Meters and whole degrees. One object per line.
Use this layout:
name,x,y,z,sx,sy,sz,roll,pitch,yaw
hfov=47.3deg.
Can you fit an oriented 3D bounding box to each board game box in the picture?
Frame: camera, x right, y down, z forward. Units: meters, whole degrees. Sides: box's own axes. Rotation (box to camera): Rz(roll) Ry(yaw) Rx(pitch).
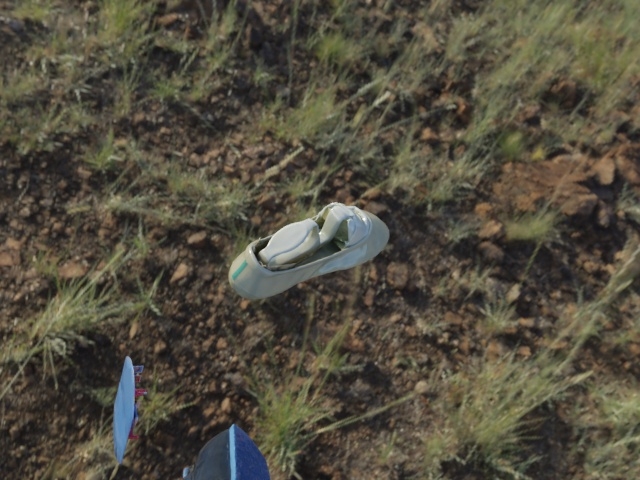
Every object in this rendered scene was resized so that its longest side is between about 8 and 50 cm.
board game box,-0.304,0.276,1.188,0.033,0.169,0.133,6,31,-24

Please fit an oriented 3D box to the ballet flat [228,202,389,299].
ballet flat,0.000,0.000,0.891,0.248,0.086,0.086,-25,66,-36

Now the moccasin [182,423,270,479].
moccasin,-0.117,0.351,0.866,0.138,0.116,0.342,53,3,-9
